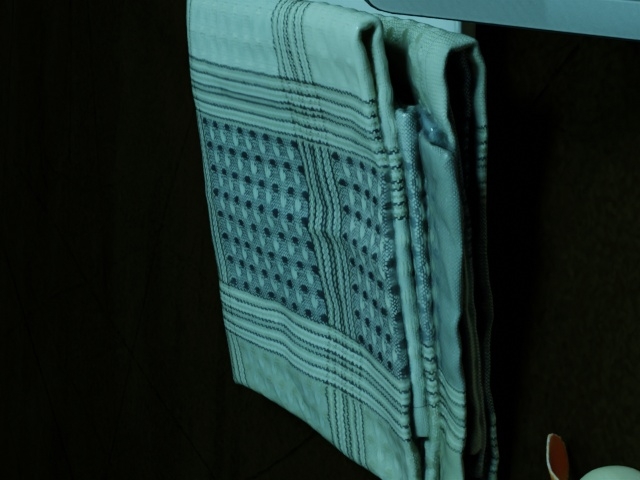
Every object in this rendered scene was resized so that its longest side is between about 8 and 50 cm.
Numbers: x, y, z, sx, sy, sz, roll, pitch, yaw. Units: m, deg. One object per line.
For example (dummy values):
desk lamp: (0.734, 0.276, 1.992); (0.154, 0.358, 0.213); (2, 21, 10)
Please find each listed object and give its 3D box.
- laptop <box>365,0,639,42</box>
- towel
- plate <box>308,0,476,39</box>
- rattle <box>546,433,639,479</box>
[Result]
laptop: (0.071, -0.123, 0.393); (0.408, 0.236, 0.382); (13, 146, 35)
towel: (0.000, 0.000, 0.891); (0.324, 0.056, 0.312); (26, 125, 56)
plate: (0.024, -0.225, 0.903); (0.278, 0.045, 0.277); (6, 97, 61)
rattle: (0.122, 0.165, 0.660); (0.200, 0.143, 0.130); (41, 145, 46)
